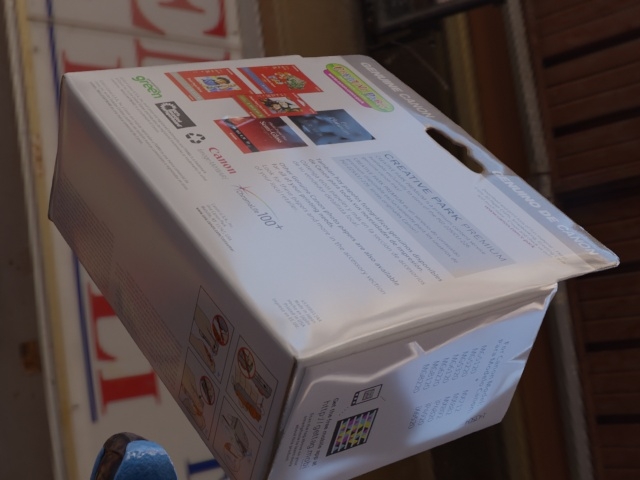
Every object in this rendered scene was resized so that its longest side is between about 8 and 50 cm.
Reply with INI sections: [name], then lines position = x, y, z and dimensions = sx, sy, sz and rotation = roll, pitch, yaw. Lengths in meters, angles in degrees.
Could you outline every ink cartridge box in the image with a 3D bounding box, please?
[ink cartridge box]
position = 0.000, 0.000, 0.746
dimensions = 0.309, 0.271, 0.130
rotation = 47, -45, 38

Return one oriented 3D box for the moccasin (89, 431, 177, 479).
[moccasin]
position = -0.232, 0.390, 1.237
dimensions = 0.117, 0.137, 0.342
rotation = 19, -87, 60
